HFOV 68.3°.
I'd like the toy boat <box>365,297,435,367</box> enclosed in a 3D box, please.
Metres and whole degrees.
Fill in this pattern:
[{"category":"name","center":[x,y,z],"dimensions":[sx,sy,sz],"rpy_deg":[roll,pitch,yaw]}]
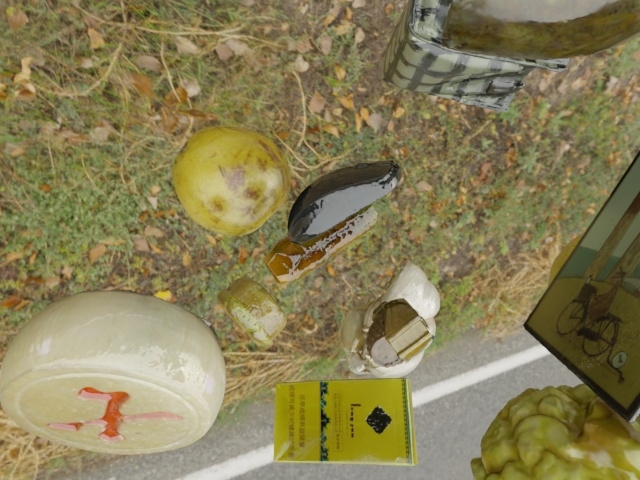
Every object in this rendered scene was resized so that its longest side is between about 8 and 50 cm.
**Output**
[{"category":"toy boat","center":[0.061,0.077,0.402],"dimensions":[0.049,0.047,0.149],"rpy_deg":[-33,173,2]}]

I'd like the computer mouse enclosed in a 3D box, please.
[{"category":"computer mouse","center":[0.030,-0.092,0.930],"dimensions":[0.270,0.137,0.086],"rpy_deg":[-30,108,20]}]

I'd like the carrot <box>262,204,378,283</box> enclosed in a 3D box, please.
[{"category":"carrot","center":[0.000,0.000,1.199],"dimensions":[0.302,0.114,0.114],"rpy_deg":[-32,137,-10]}]

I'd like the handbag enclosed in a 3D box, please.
[{"category":"handbag","center":[0.315,-0.407,1.016],"dimensions":[0.327,0.325,0.162],"rpy_deg":[13,91,-1]}]

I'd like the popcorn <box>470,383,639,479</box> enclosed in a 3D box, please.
[{"category":"popcorn","center":[0.295,0.264,0.484],"dimensions":[0.251,0.206,0.237],"rpy_deg":[-30,-166,43]}]

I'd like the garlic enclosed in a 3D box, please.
[{"category":"garlic","center":[0.153,0.198,1.017],"dimensions":[0.281,0.185,0.203],"rpy_deg":[-45,177,33]}]

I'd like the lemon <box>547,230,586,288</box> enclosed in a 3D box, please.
[{"category":"lemon","center":[0.770,0.123,1.214],"dimensions":[0.387,0.350,0.350],"rpy_deg":[-28,140,-43]}]

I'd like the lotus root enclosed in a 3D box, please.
[{"category":"lotus root","center":[0.294,-0.333,0.507],"dimensions":[0.149,0.260,0.267],"rpy_deg":[55,52,-75]}]

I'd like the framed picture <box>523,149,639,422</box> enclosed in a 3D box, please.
[{"category":"framed picture","center":[0.339,-0.006,0.477],"dimensions":[0.013,0.244,0.324],"rpy_deg":[29,99,-1]}]

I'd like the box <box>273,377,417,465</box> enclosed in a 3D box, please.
[{"category":"box","center":[0.041,0.351,0.920],"dimensions":[0.279,0.153,0.041],"rpy_deg":[-8,157,18]}]

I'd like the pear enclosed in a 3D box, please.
[{"category":"pear","center":[-0.214,-0.145,1.142],"dimensions":[0.281,0.281,0.280],"rpy_deg":[-19,133,-22]}]

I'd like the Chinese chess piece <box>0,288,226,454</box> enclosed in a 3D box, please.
[{"category":"Chinese chess piece","center":[-0.324,0.224,0.770],"dimensions":[0.338,0.140,0.338],"rpy_deg":[-1,136,-1]}]

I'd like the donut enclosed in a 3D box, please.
[{"category":"donut","center":[-0.201,0.211,1.417],"dimensions":[0.128,0.261,0.208],"rpy_deg":[-42,110,-13]}]
